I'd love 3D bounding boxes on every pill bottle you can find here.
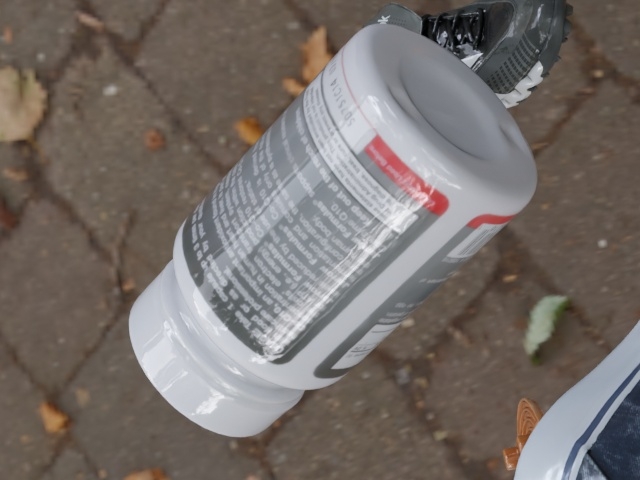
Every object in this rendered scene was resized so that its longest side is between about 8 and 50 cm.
[{"bbox_3d":[0.000,0.000,1.182,0.283,0.161,0.161,-45,72,28],"label":"pill bottle"}]

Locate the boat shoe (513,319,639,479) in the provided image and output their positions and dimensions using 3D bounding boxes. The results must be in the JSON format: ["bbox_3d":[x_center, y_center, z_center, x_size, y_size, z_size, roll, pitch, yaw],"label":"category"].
[{"bbox_3d":[0.135,0.043,0.496,0.083,0.183,0.065,10,127,35],"label":"boat shoe"}]

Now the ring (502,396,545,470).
[{"bbox_3d":[0.215,0.308,1.533,0.032,0.336,0.336,-12,89,-1],"label":"ring"}]

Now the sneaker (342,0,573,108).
[{"bbox_3d":[0.086,-0.137,1.249,0.234,0.106,0.078,-19,58,60],"label":"sneaker"}]
